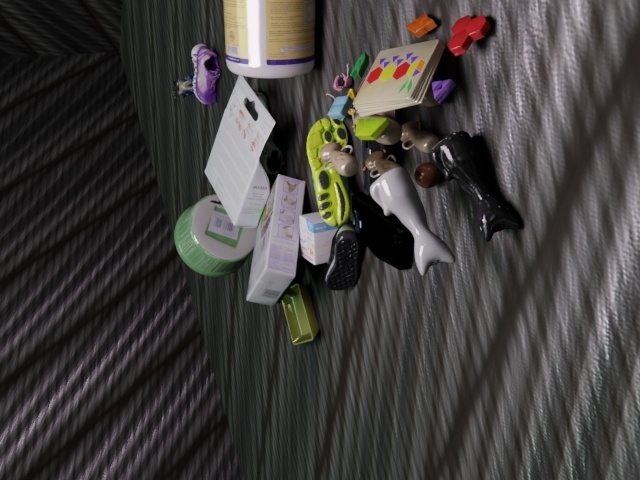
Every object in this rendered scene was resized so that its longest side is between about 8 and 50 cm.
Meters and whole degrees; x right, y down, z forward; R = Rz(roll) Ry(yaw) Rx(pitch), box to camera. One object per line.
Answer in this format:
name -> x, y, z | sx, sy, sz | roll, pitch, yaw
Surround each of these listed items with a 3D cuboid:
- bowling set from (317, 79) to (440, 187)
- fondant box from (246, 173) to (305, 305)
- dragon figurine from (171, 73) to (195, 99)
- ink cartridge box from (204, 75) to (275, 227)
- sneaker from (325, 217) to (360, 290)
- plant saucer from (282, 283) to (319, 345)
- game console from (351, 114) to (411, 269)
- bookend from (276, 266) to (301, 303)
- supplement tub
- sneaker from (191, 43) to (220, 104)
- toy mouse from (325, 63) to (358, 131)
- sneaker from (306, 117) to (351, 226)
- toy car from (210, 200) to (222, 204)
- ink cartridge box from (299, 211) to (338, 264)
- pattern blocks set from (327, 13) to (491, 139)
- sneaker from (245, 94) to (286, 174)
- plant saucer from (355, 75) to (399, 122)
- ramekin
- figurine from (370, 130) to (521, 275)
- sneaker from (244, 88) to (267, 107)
bowling set -> 0.149, -0.190, 1.284 | 0.200, 0.287, 0.154 | 54, 177, -33
fondant box -> -0.136, 0.001, 1.890 | 0.238, 0.096, 0.331 | 127, 152, -56
dragon figurine -> -0.530, -0.643, 2.587 | 0.289, 0.143, 0.085 | -52, -45, -78
ink cartridge box -> -0.234, -0.283, 1.964 | 0.308, 0.091, 0.385 | 57, 132, 40
sneaker -> 0.067, 0.037, 1.688 | 0.097, 0.084, 0.235 | -93, 13, -47
plant saucer -> -0.064, 0.244, 2.055 | 0.188, 0.045, 0.188 | -34, 70, 64
game console -> 0.139, -0.115, 1.440 | 0.213, 0.043, 0.362 | 42, 145, 51
bookend -> -0.136, 0.103, 2.091 | 0.156, 0.072, 0.157 | -59, 17, 22
supplement tub -> -0.131, -0.607, 1.600 | 0.241, 0.240, 0.332 | 40, 135, 53
sneaker -> -0.437, -0.641, 2.415 | 0.104, 0.095, 0.237 | 25, 131, 33
toy mouse -> 0.060, -0.361, 1.551 | 0.143, 0.031, 0.161 | 28, 125, 58
sneaker -> 0.021, -0.177, 1.609 | 0.123, 0.109, 0.296 | 97, 171, -81
toy car -> -0.292, -0.158, 2.189 | 0.155, 0.188, 0.149 | 1, 102, 64
ink cartridge box -> 0.000, 0.000, 1.764 | 0.092, 0.089, 0.143 | 32, 128, 57
pattern blocks set -> 0.152, -0.314, 1.192 | 0.286, 0.026, 0.324 | -58, 34, -5
sneaker -> -0.170, -0.335, 1.983 | 0.151, 0.094, 0.256 | 19, 116, 54
plant saucer -> 0.135, -0.298, 1.426 | 0.168, 0.029, 0.169 | 36, 131, 56
ramekin -> -0.381, -0.028, 2.319 | 0.148, 0.303, 0.304 | -35, 69, 55
figurine -> 0.230, -0.062, 1.148 | 0.210, 0.214, 0.092 | 63, -172, 20
sneaker -> -0.235, -0.408, 2.105 | 0.115, 0.090, 0.232 | -122, 39, -51
